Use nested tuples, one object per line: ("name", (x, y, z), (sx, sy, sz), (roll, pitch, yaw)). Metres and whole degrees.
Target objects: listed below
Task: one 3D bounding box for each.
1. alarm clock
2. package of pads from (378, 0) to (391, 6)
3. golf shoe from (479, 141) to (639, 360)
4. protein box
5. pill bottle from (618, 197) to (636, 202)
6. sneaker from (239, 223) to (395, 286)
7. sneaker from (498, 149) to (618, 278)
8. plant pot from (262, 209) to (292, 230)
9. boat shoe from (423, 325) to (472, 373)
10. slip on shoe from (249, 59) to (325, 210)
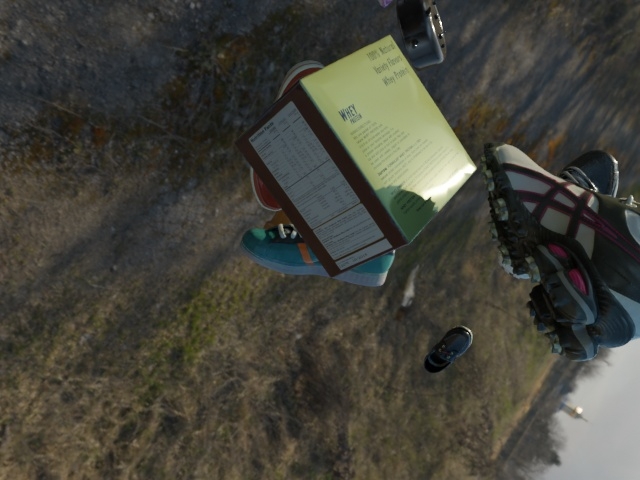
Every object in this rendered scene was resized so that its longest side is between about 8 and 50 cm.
("alarm clock", (0.189, -0.370, 0.991), (0.192, 0.064, 0.129), (-3, 81, -69))
("package of pads", (0.126, -0.444, 0.940), (0.083, 0.032, 0.050), (-41, 157, 10))
("golf shoe", (0.232, -0.009, 0.526), (0.120, 0.273, 0.105), (-16, 131, 6))
("protein box", (0.048, -0.103, 0.670), (0.136, 0.201, 0.200), (-28, -170, 46))
("pill bottle", (0.667, -0.042, 1.250), (0.160, 0.087, 0.087), (-20, 135, -48))
("sneaker", (0.000, 0.000, 1.074), (0.302, 0.108, 0.121), (10, 114, -14))
("sneaker", (0.327, -0.055, 0.728), (0.228, 0.086, 0.132), (-48, 154, -10))
("plant pot", (-0.046, -0.053, 1.578), (0.205, 0.205, 0.188), (7, 107, -62))
("boat shoe", (0.236, 0.204, 1.025), (0.042, 0.049, 0.133), (-43, 168, -43))
("slip on shoe", (-0.050, -0.167, 1.030), (0.123, 0.101, 0.331), (-7, 143, -30))
